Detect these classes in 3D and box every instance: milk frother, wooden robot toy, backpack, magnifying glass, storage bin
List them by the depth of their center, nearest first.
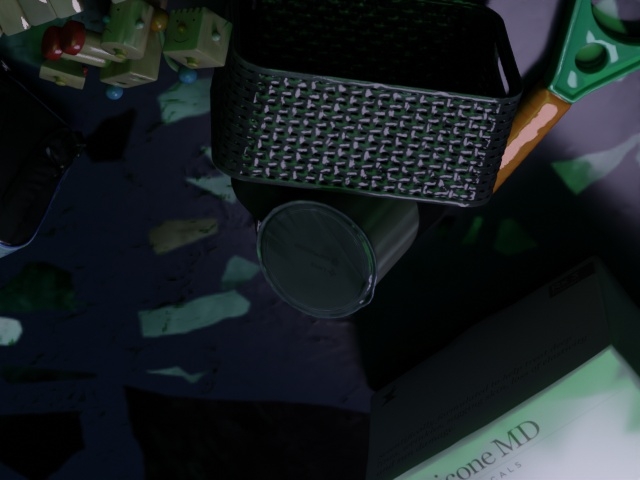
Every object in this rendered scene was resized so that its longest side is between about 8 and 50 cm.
[{"bbox_3d":[-0.120,-0.140,1.062,0.076,0.079,0.173,20,166,-34],"label":"wooden robot toy"},{"bbox_3d":[0.025,-0.095,1.080,0.180,0.122,0.084,7,125,-10],"label":"storage bin"},{"bbox_3d":[-0.223,-0.043,1.104,0.084,0.114,0.105,-19,130,34],"label":"backpack"},{"bbox_3d":[0.173,-0.116,1.138,0.092,0.026,0.231,28,121,-23],"label":"magnifying glass"},{"bbox_3d":[0.000,0.000,1.141,0.129,0.135,0.143,24,124,16],"label":"milk frother"}]

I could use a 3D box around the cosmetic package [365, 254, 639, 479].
[{"bbox_3d":[0.228,0.228,1.270,0.217,0.156,0.385,-36,109,18],"label":"cosmetic package"}]

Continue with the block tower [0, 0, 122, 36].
[{"bbox_3d":[-0.155,-0.190,1.013,0.335,0.097,0.091,-18,127,7],"label":"block tower"}]
